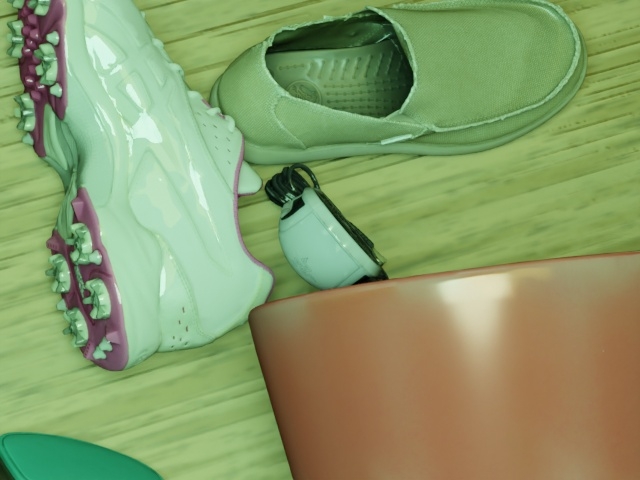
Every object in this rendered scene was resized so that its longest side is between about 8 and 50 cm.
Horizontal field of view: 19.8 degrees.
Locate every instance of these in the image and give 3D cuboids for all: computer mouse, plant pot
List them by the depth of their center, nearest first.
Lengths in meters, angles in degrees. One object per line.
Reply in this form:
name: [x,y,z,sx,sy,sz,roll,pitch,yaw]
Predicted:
plant pot: [0.105,0.142,1.088,0.275,0.275,0.243,-7,86,-13]
computer mouse: [0.000,0.000,1.142,0.042,0.193,0.106,-40,90,4]

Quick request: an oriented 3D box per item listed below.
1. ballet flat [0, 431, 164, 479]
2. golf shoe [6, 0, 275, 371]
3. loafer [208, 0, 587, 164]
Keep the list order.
ballet flat: [-0.204,0.152,1.100,0.231,0.077,0.077,17,111,-35]
golf shoe: [-0.118,-0.072,1.184,0.140,0.115,0.306,-8,82,-24]
loafer: [0.062,-0.110,1.229,0.268,0.092,0.102,-14,77,-15]
